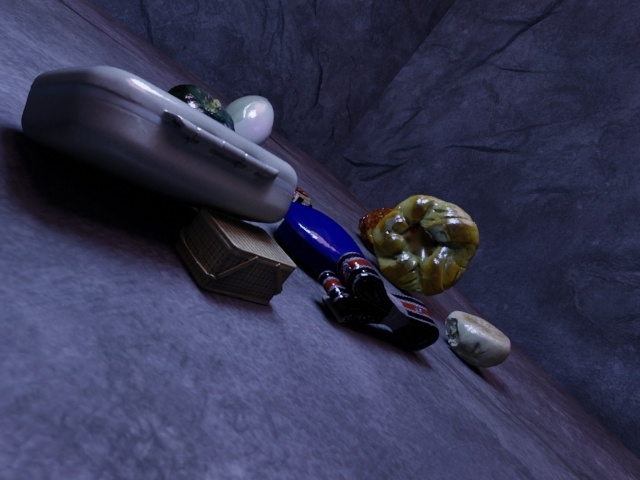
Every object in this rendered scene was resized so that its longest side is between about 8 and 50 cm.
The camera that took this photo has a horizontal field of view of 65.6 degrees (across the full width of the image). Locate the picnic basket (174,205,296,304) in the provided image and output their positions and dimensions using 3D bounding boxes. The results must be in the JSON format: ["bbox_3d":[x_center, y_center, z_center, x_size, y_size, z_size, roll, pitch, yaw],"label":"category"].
[{"bbox_3d":[-0.128,0.025,0.763,0.115,0.079,0.164,47,13,33],"label":"picnic basket"}]

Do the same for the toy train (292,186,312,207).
[{"bbox_3d":[-0.076,-0.144,1.713,0.138,0.050,0.087,27,21,-53],"label":"toy train"}]

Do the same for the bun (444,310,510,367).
[{"bbox_3d":[0.453,0.300,1.478,0.193,0.127,0.178,26,13,-11],"label":"bun"}]

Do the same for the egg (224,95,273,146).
[{"bbox_3d":[-0.262,-0.423,1.779,0.183,0.217,0.183,39,8,-6],"label":"egg"}]

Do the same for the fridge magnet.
[{"bbox_3d":[0.000,0.000,1.205,0.265,0.112,0.265,38,10,-8],"label":"fridge magnet"}]

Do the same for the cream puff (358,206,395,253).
[{"bbox_3d":[0.320,-0.012,2.033,0.351,0.228,0.350,36,10,-7],"label":"cream puff"}]

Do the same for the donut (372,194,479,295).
[{"bbox_3d":[0.361,0.013,1.709,0.360,0.360,0.170,42,14,11],"label":"donut"}]

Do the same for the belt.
[{"bbox_3d":[0.139,0.144,1.060,0.360,0.126,0.094,31,15,-42],"label":"belt"}]

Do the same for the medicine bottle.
[{"bbox_3d":[-0.226,-0.128,0.756,0.282,0.122,0.375,14,-5,40],"label":"medicine bottle"}]

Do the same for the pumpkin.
[{"bbox_3d":[-0.323,-0.321,1.327,0.212,0.152,0.211,35,17,-12],"label":"pumpkin"}]
